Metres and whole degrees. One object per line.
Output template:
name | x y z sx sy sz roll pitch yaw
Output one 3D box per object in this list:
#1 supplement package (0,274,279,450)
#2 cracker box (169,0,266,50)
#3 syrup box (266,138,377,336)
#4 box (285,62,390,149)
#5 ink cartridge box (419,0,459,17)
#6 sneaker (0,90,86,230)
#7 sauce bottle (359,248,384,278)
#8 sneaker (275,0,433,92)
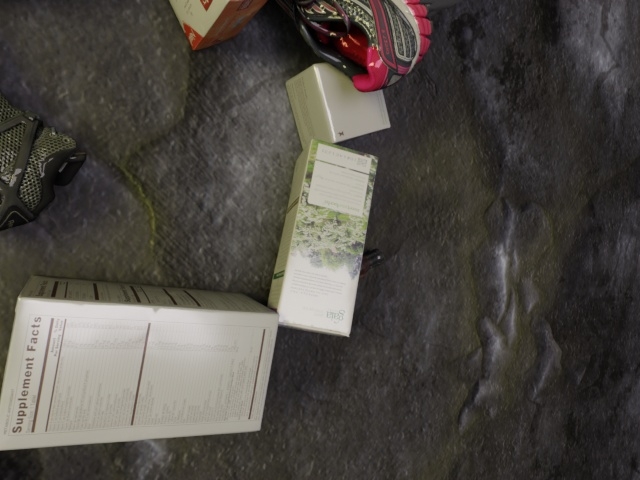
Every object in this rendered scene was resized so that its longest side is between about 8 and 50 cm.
supplement package | -0.191 0.123 0.467 0.244 0.134 0.138 11 89 -30
cracker box | -0.144 -0.343 0.443 0.067 0.156 0.232 -33 108 -23
syrup box | 0.000 0.000 0.559 0.093 0.096 0.236 13 79 -14
box | 0.024 -0.188 0.588 0.102 0.087 0.101 -21 104 -26
ink cartridge box | 0.116 -0.458 0.555 0.198 0.197 0.269 -20 104 -26
sneaker | -0.317 -0.120 0.411 0.130 0.087 0.227 -14 87 -47
sauce bottle | 0.040 0.046 0.643 0.128 0.042 0.042 -25 105 -27
sneaker | -0.008 -0.298 0.493 0.299 0.121 0.112 39 62 3
